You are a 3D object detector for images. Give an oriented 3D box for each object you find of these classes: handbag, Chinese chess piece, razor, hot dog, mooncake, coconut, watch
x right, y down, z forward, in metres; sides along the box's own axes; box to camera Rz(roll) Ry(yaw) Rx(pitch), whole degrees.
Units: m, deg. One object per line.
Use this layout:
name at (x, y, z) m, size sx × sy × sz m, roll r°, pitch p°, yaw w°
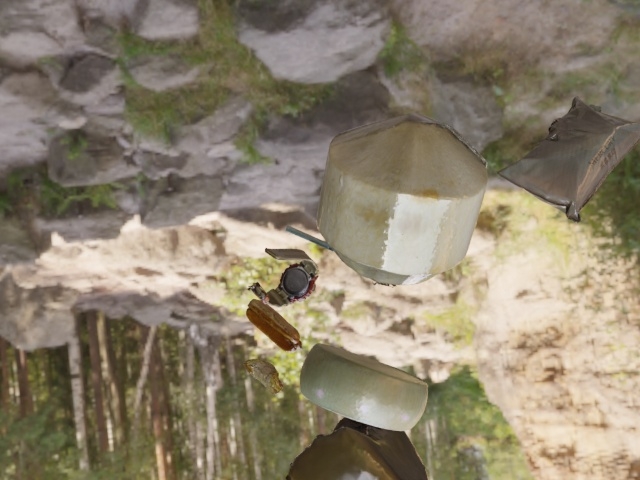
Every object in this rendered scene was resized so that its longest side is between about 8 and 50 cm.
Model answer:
handbag at (0.463, -0.158, 1.408) m, size 0.182 × 0.270 × 0.117 m, roll 33°, pitch 157°, yaw 29°
Chinese chess piece at (0.082, 0.282, 1.483) m, size 0.250 × 0.101 × 0.250 m, roll 19°, pitch 178°, yaw 1°
razor at (-0.003, 0.004, 2.187) m, size 0.211 × 0.084 × 0.036 m, roll 20°, pitch -142°, yaw 4°
hot dog at (-0.163, 0.404, 2.331) m, size 0.061 × 0.078 × 0.169 m, roll -33°, pitch -129°, yaw -28°
mooncake at (0.084, 0.571, 1.968) m, size 0.394 × 0.246 × 0.393 m, roll 37°, pitch -170°, yaw -36°
hot dog at (-0.140, 0.266, 2.378) m, size 0.235 × 0.092 × 0.062 m, roll 39°, pitch -145°, yaw 25°
coconut at (0.143, -0.089, 1.389) m, size 0.322 × 0.323 × 0.323 m, roll -7°, pitch 177°, yaw 0°
watch at (-0.101, 0.093, 1.943) m, size 0.165 × 0.102 × 0.268 m, roll -51°, pitch 156°, yaw 14°
